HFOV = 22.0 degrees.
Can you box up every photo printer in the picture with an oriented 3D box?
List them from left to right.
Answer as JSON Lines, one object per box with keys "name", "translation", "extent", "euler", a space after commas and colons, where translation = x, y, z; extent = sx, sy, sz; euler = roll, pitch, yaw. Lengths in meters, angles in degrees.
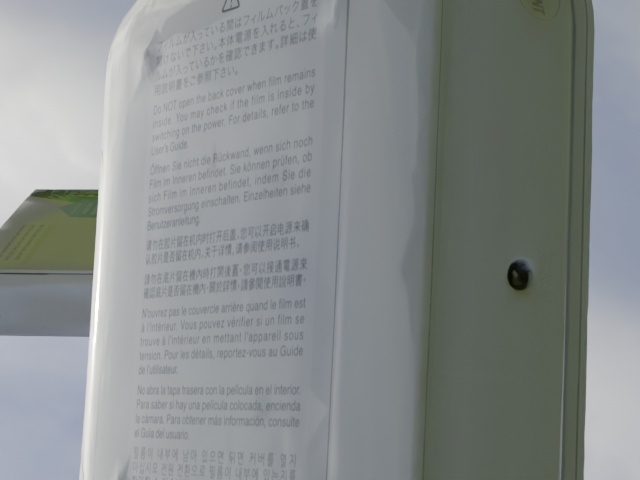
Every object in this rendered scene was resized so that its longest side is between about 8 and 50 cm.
{"name": "photo printer", "translation": [0.000, 0.000, 0.708], "extent": [0.107, 0.307, 0.256], "euler": [9, 170, -38]}

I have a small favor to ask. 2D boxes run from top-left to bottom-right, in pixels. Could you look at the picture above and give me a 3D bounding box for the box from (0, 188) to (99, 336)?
{"name": "box", "translation": [-0.090, 0.013, 1.277], "extent": [0.322, 0.058, 0.232], "euler": [1, -163, 3]}
